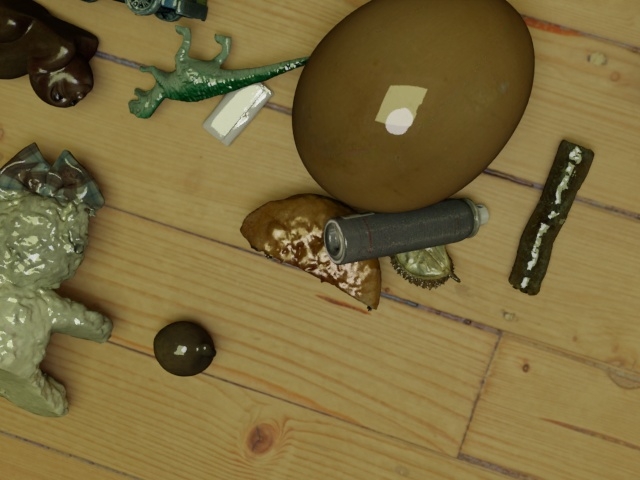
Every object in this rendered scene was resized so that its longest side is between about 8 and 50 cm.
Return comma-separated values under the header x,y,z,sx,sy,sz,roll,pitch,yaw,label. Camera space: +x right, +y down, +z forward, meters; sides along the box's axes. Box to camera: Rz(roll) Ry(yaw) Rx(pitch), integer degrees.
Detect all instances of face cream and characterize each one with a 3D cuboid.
x,y,z,sx,sy,sz,roll,pitch,yaw,label
0.142,-0.020,1.252,0.284,0.073,0.073,-10,102,-26,face cream

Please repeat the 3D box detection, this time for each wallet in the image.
x,y,z,sx,sy,sz,roll,pitch,yaw,label
-0.140,-0.221,1.342,0.061,0.025,0.122,41,104,-8,wallet

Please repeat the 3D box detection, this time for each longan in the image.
x,y,z,sx,sy,sz,roll,pitch,yaw,label
-0.232,0.190,1.395,0.119,0.106,0.106,-3,102,33,longan

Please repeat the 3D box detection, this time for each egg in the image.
x,y,z,sx,sy,sz,roll,pitch,yaw,label
0.132,-0.209,1.162,0.301,0.301,0.374,45,101,-2,egg

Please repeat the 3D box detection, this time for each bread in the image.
x,y,z,sx,sy,sz,roll,pitch,yaw,label
0.009,-0.005,1.312,0.260,0.129,0.134,31,103,0,bread

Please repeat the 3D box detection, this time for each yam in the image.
x,y,z,sx,sy,sz,roll,pitch,yaw,label
0.368,-0.035,1.288,0.061,0.061,0.252,19,104,4,yam

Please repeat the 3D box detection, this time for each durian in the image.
x,y,z,sx,sy,sz,roll,pitch,yaw,label
0.170,0.035,1.320,0.140,0.071,0.110,40,66,14,durian

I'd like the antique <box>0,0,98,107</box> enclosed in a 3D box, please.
x,y,z,sx,sy,sz,roll,pitch,yaw,label
-0.486,-0.313,1.328,0.257,0.121,0.143,28,111,3,antique

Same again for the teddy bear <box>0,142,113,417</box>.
x,y,z,sx,sy,sz,roll,pitch,yaw,label
-0.510,0.079,1.418,0.327,0.375,0.362,16,61,6,teddy bear

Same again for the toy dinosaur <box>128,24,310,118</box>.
x,y,z,sx,sy,sz,roll,pitch,yaw,label
-0.166,-0.300,1.292,0.383,0.076,0.129,-13,98,23,toy dinosaur

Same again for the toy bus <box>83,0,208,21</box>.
x,y,z,sx,sy,sz,roll,pitch,yaw,label
-0.326,-0.464,1.257,0.312,0.152,0.190,15,104,5,toy bus
